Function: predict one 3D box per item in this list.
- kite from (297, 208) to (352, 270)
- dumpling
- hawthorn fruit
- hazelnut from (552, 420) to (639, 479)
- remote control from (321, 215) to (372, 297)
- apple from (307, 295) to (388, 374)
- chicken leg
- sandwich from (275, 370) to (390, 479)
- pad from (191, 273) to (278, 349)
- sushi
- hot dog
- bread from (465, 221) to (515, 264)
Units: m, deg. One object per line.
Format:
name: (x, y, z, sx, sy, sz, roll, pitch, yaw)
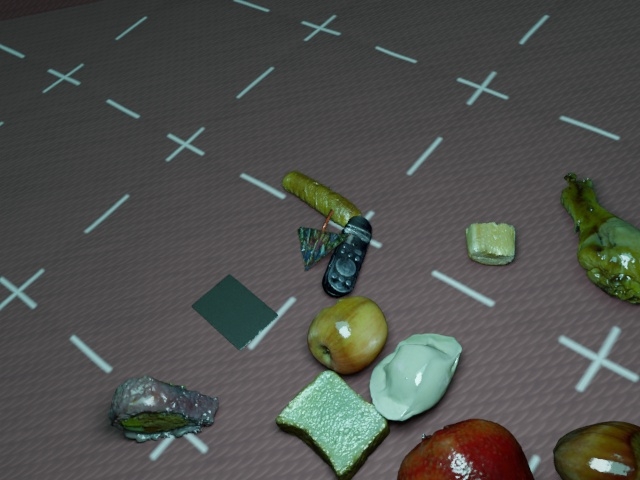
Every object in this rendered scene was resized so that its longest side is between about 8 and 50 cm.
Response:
kite: (0.000, 0.000, 1.839, 0.232, 0.009, 0.189, 15, 80, 50)
dumpling: (0.204, 0.308, 1.542, 0.179, 0.131, 0.252, 17, 56, 41)
hawthorn fruit: (0.298, 0.507, 1.294, 0.265, 0.265, 0.307, -22, 72, -7)
hazelnut: (0.576, 0.458, 1.330, 0.210, 0.210, 0.186, -30, 76, -12)
remote control: (0.072, 0.044, 1.810, 0.090, 0.066, 0.266, 32, 53, -11)
apple: (0.069, 0.221, 1.607, 0.199, 0.199, 0.199, -5, 52, 7)
chicken leg: (0.721, -0.016, 1.694, 0.201, 0.153, 0.429, -3, 44, -7)
sandwich: (0.032, 0.418, 1.523, 0.186, 0.065, 0.214, -42, 57, -20)
pad: (-0.231, 0.189, 1.790, 0.143, 0.003, 0.211, -41, 56, -20)
sushi: (-0.374, 0.385, 1.565, 0.241, 0.161, 0.107, -9, 50, 5)
hot dog: (-0.003, -0.124, 1.955, 0.286, 0.061, 0.088, 28, 74, 30)
bread: (0.443, 0.011, 1.753, 0.125, 0.082, 0.106, 7, 64, 4)
